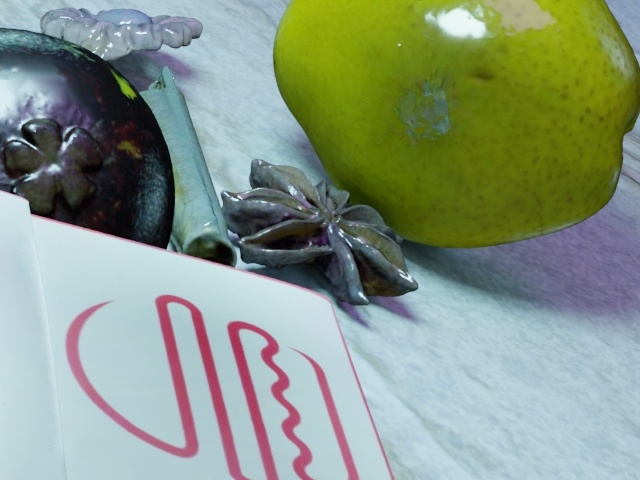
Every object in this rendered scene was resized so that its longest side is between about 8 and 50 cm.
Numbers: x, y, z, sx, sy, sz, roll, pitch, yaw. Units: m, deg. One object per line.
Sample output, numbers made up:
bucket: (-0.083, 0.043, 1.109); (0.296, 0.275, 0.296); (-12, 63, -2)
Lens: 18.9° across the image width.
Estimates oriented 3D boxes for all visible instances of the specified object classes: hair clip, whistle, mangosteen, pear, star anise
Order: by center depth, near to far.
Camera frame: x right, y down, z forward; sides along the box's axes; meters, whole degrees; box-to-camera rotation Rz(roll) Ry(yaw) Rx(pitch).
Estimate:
mangosteen: (-0.254, -0.028, 1.521); (0.288, 0.288, 0.288); (20, 27, -11)
whistle: (-0.139, -0.071, 1.896); (0.057, 0.068, 0.326); (26, 23, -29)
star anise: (-0.004, -0.010, 1.896); (0.212, 0.073, 0.197); (23, 29, -10)
pear: (0.127, -0.156, 1.953); (0.386, 0.340, 0.191); (19, 12, 13)
hair clip: (-0.230, -0.197, 2.019); (0.173, 0.069, 0.300); (8, 28, 8)

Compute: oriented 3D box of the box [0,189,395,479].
box: (-0.152, 0.193, 1.133); (0.300, 0.314, 0.312); (17, 27, -22)
